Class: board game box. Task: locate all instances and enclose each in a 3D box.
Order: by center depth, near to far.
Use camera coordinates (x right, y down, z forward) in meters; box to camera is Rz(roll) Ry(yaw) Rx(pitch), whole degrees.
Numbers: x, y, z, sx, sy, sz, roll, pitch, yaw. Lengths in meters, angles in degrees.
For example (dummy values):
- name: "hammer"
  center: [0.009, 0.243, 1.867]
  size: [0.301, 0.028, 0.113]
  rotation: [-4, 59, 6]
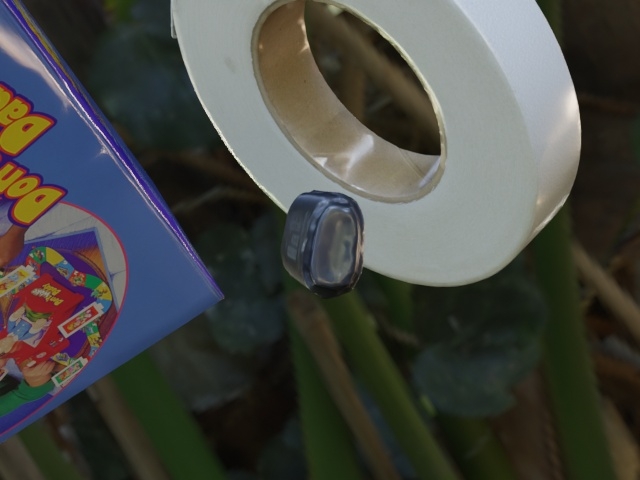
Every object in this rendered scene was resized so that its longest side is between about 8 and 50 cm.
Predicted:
- name: "board game box"
  center: [-0.199, -0.009, 0.666]
  size: [0.233, 0.078, 0.347]
  rotation: [-33, -29, -2]

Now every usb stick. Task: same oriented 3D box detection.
- name: "usb stick"
  center: [0.000, 0.000, 1.338]
  size: [0.045, 0.077, 0.278]
  rotation: [10, 1, -4]

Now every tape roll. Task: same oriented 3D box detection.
- name: "tape roll"
  center: [0.039, -0.135, 1.483]
  size: [0.072, 0.392, 0.392]
  rotation: [-43, 8, -32]
